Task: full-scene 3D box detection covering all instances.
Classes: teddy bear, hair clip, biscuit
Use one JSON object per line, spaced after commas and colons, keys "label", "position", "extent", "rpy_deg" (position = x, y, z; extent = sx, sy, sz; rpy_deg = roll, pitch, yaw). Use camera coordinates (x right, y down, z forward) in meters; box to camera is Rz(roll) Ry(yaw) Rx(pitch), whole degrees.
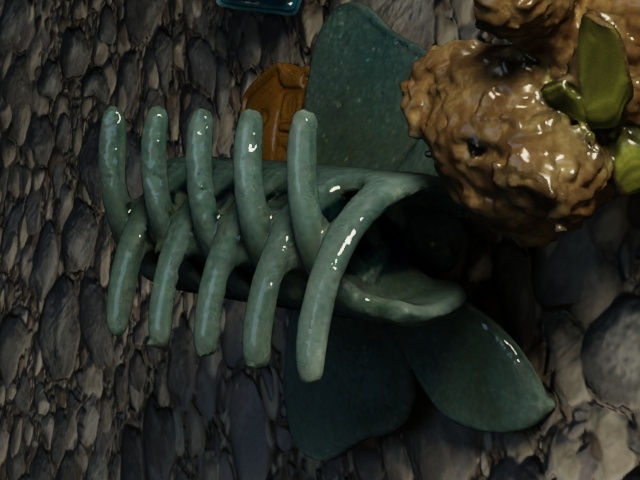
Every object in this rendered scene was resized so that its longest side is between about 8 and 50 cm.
{"label": "teddy bear", "position": [0.188, -0.089, 1.004], "extent": [0.222, 0.246, 0.296], "rpy_deg": [-57, 24, 0]}
{"label": "hair clip", "position": [0.000, 0.000, 1.280], "extent": [0.318, 0.238, 0.392], "rpy_deg": [9, 95, 51]}
{"label": "biscuit", "position": [-0.022, -0.071, 1.532], "extent": [0.215, 0.034, 0.182], "rpy_deg": [9, 96, 59]}

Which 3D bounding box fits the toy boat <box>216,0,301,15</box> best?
{"label": "toy boat", "position": [-0.045, -0.323, 1.505], "extent": [0.098, 0.109, 0.237], "rpy_deg": [-95, 12, -82]}
